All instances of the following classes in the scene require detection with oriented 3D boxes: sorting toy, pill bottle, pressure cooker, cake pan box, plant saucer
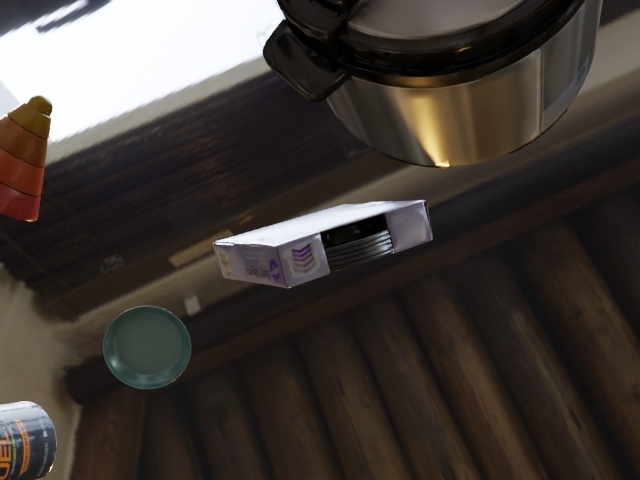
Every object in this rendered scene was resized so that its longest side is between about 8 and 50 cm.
[{"bbox_3d":[-0.405,-0.147,0.863,0.126,0.365,0.127,-56,-137,4],"label":"sorting toy"},{"bbox_3d":[-0.517,0.312,1.286,0.130,0.245,0.130,-1,-92,29],"label":"pill bottle"},{"bbox_3d":[0.133,-0.307,0.968,0.375,0.420,0.370,-2,-104,13],"label":"pressure cooker"},{"bbox_3d":[0.000,0.000,1.312,0.245,0.070,0.267,-19,-171,-26],"label":"cake pan box"},{"bbox_3d":[-0.237,0.145,1.215,0.119,0.119,0.021,-27,-167,1],"label":"plant saucer"}]
